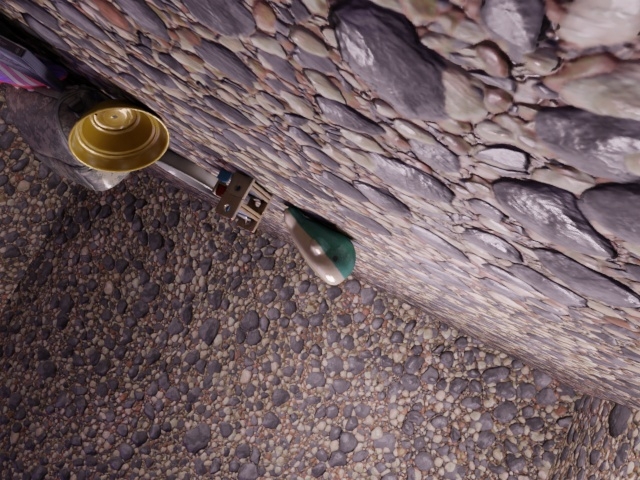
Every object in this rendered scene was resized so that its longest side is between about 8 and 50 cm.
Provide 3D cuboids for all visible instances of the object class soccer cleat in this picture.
[{"bbox_3d":[-0.712,-0.408,0.999,0.247,0.083,0.095,7,134,9],"label":"soccer cleat"}]

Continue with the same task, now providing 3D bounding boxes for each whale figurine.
[{"bbox_3d":[0.000,0.000,1.296,0.272,0.141,0.216,52,174,2],"label":"whale figurine"}]

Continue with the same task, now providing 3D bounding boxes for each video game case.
[{"bbox_3d":[-0.680,-0.403,0.863,0.274,0.026,0.196,28,175,-10],"label":"video game case"}]

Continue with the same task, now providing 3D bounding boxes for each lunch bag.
[{"bbox_3d":[-0.650,-0.301,1.142,0.304,0.213,0.256,22,155,28],"label":"lunch bag"}]

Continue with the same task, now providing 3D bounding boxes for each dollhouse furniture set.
[{"bbox_3d":[-0.260,-0.126,1.242,0.183,0.129,0.129,25,174,25],"label":"dollhouse furniture set"}]

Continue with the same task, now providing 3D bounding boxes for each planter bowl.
[{"bbox_3d":[-0.477,-0.263,1.019,0.091,0.217,0.217,66,-169,23],"label":"planter bowl"}]

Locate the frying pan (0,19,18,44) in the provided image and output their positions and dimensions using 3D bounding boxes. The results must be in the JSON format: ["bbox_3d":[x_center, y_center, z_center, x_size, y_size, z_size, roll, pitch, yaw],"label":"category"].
[{"bbox_3d":[-0.738,-0.473,0.822,0.197,0.053,0.326,22,170,36],"label":"frying pan"}]

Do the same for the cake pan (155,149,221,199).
[{"bbox_3d":[-0.471,-0.241,1.586,0.293,0.054,0.293,28,174,3],"label":"cake pan"}]
